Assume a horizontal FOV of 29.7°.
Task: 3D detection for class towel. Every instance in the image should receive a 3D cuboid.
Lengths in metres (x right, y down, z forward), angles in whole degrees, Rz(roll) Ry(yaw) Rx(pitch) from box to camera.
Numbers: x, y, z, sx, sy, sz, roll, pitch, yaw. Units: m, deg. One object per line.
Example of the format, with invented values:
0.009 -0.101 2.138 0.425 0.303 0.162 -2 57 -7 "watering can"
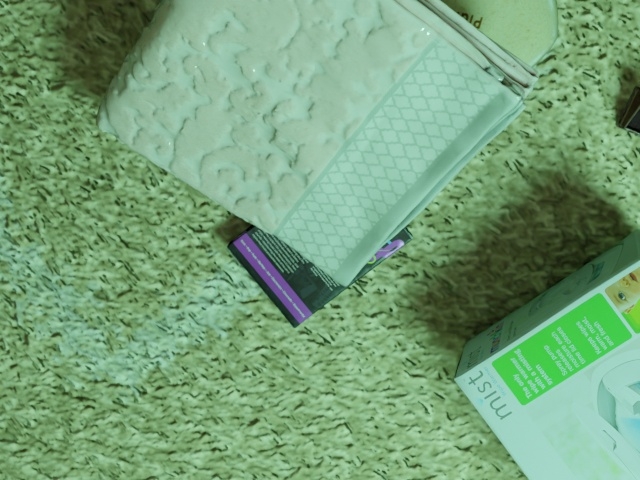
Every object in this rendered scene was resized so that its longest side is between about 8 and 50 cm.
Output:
-0.019 -0.129 1.121 0.317 0.053 0.332 34 133 -9 "towel"

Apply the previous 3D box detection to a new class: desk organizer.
0.377 -0.110 1.238 0.130 0.050 0.047 23 102 -5 "desk organizer"

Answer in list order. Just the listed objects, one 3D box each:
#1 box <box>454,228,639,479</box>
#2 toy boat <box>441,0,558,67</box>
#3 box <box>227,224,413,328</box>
0.307 0.165 1.237 0.231 0.127 0.262 -35 94 17 "box"
0.129 -0.292 1.155 0.268 0.148 0.318 14 106 -27 "toy boat"
0.000 0.000 1.277 0.162 0.029 0.116 -37 100 9 "box"
